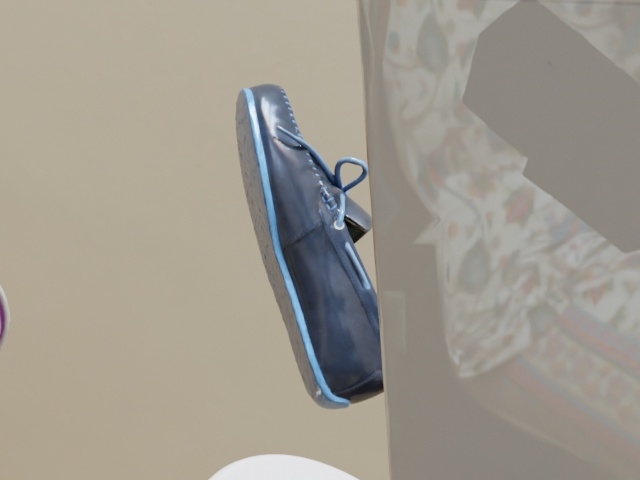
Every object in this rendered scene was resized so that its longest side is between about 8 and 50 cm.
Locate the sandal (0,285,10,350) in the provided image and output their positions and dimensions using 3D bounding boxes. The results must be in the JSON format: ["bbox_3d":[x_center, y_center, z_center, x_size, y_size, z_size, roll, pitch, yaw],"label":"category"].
[{"bbox_3d":[-0.297,0.052,0.707,0.102,0.416,0.169,41,-88,26],"label":"sandal"}]

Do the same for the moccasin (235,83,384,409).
[{"bbox_3d":[0.000,0.000,1.355,0.117,0.138,0.341,-15,-94,-12],"label":"moccasin"}]

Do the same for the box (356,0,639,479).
[{"bbox_3d":[0.141,-0.070,0.397,0.168,0.215,0.345,12,-67,43],"label":"box"}]

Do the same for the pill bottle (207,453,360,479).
[{"bbox_3d":[-0.055,0.287,0.844,0.160,0.160,0.283,32,-59,7],"label":"pill bottle"}]
